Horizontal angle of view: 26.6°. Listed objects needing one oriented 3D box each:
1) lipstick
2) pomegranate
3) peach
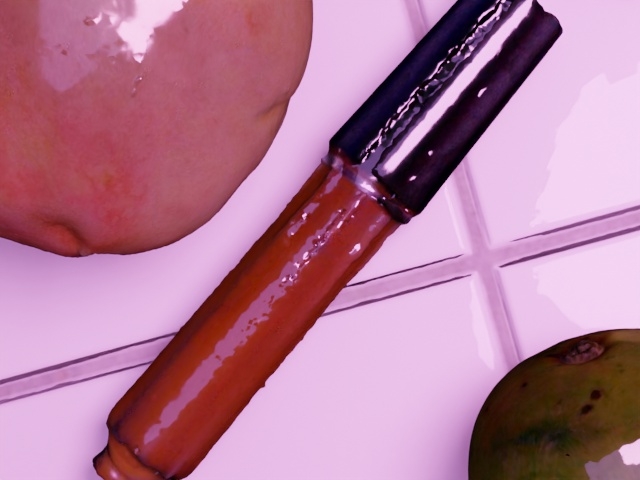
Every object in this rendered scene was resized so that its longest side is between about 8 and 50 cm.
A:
[{"bbox_3d":[0.000,0.000,0.885,0.077,0.077,0.418,41,91,7],"label":"lipstick"},{"bbox_3d":[0.187,0.165,0.811,0.187,0.187,0.225,-15,100,4],"label":"pomegranate"},{"bbox_3d":[-0.146,-0.133,0.823,0.292,0.247,0.292,0,63,0],"label":"peach"}]
